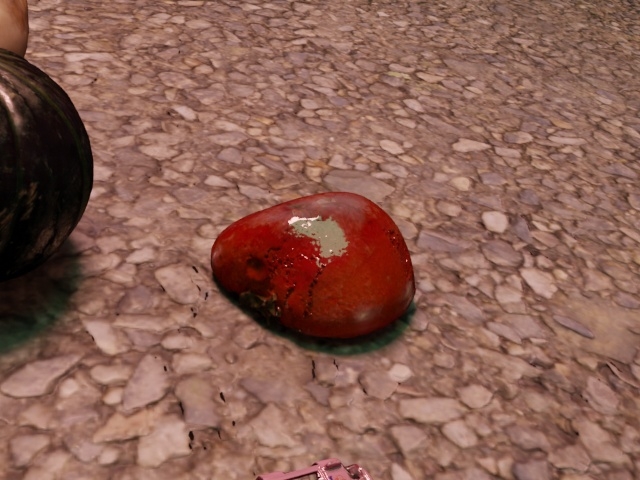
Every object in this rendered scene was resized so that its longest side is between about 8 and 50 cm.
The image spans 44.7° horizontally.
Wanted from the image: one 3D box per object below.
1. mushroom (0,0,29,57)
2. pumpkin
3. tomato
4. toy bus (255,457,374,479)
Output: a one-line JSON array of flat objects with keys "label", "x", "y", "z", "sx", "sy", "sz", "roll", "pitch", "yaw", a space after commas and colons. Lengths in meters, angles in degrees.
[{"label": "mushroom", "x": -0.453, "y": -0.282, "z": 0.811, "sx": 0.293, "sy": 0.290, "sz": 0.292, "roll": 9, "pitch": 32, "yaw": -5}, {"label": "pumpkin", "x": -0.313, "y": -0.061, "z": 0.622, "sx": 0.250, "sy": 0.216, "sz": 0.250, "roll": 39, "pitch": 12, "yaw": -10}, {"label": "tomato", "x": 0.000, "y": 0.000, "z": 0.718, "sx": 0.189, "sy": 0.099, "sz": 0.173, "roll": 30, "pitch": 39, "yaw": 27}, {"label": "toy bus", "x": 0.027, "y": 0.218, "z": 0.441, "sx": 0.090, "sy": 0.063, "sz": 0.203, "roll": -6, "pitch": 40, "yaw": -31}]
